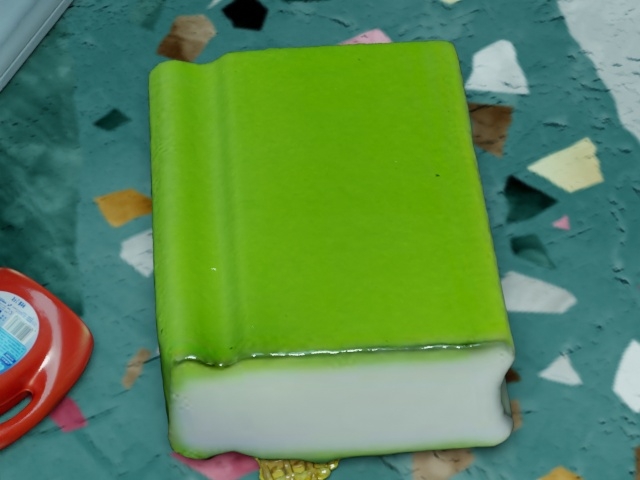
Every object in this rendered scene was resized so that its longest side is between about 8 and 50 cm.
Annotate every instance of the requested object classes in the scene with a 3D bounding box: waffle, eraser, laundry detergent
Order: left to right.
[{"bbox_3d":[-0.216,0.095,1.168,0.097,0.049,0.165,32,62,19],"label":"laundry detergent"},{"bbox_3d":[-0.021,0.111,1.168,0.085,0.016,0.078,36,57,24],"label":"waffle"},{"bbox_3d":[0.000,0.000,1.195,0.210,0.092,0.274,-3,47,0],"label":"eraser"}]

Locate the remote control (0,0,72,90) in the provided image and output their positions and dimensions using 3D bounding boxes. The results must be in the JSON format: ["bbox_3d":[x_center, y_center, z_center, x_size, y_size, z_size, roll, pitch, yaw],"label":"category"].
[{"bbox_3d":[-0.217,-0.186,1.380,0.087,0.047,0.244,23,58,14],"label":"remote control"}]
